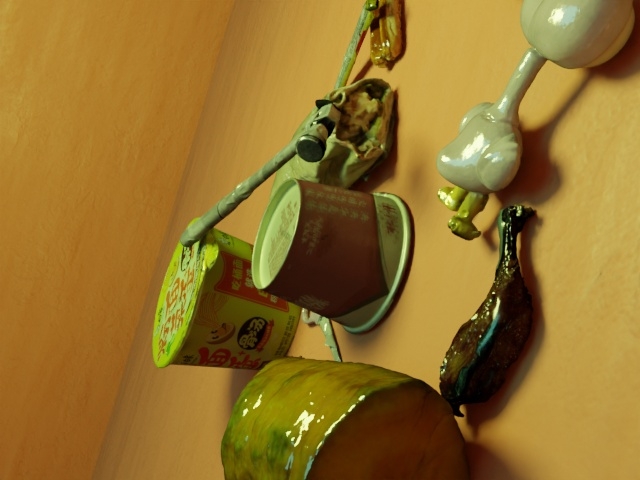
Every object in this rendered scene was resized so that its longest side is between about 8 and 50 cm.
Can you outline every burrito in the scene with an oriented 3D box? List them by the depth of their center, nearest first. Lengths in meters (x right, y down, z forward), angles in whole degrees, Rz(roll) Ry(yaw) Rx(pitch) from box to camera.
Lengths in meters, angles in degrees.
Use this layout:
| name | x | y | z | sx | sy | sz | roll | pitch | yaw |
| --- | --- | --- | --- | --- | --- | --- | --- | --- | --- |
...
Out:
| name | x | y | z | sx | sy | sz | roll | pitch | yaw |
| --- | --- | --- | --- | --- | --- | --- | --- | --- | --- |
| burrito | -0.001 | -0.140 | 1.258 | 0.332 | 0.135 | 0.190 | -46 | 33 | 48 |

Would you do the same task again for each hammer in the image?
| name | x | y | z | sx | sy | sz | roll | pitch | yaw |
| --- | --- | --- | --- | --- | --- | --- | --- | --- | --- |
| hammer | -0.117 | -0.089 | 1.135 | 0.427 | 0.044 | 0.152 | -35 | 22 | 37 |

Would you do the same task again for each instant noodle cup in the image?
| name | x | y | z | sx | sy | sz | roll | pitch | yaw |
| --- | --- | --- | --- | --- | --- | --- | --- | --- | --- |
| instant noodle cup | 0.007 | 0.014 | 1.081 | 0.235 | 0.178 | 0.235 | -50 | 31 | 45 |
| instant noodle cup | -0.182 | 0.125 | 1.381 | 0.311 | 0.221 | 0.312 | -45 | 36 | 48 |

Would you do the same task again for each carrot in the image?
| name | x | y | z | sx | sy | sz | roll | pitch | yaw |
| --- | --- | --- | --- | --- | --- | --- | --- | --- | --- |
| carrot | 0.015 | 0.261 | 0.816 | 0.340 | 0.241 | 0.242 | -14 | 62 | 61 |

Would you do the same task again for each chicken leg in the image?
| name | x | y | z | sx | sy | sz | roll | pitch | yaw |
| --- | --- | --- | --- | --- | --- | --- | --- | --- | --- |
| chicken leg | 0.195 | 0.080 | 0.777 | 0.254 | 0.051 | 0.106 | -70 | 18 | 1 |

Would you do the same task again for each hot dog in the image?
| name | x | y | z | sx | sy | sz | roll | pitch | yaw |
| --- | --- | --- | --- | --- | --- | --- | --- | --- | --- |
| hot dog | 0.120 | -0.392 | 1.272 | 0.071 | 0.045 | 0.165 | -45 | 35 | 51 |

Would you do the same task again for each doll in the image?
| name | x | y | z | sx | sy | sz | roll | pitch | yaw |
| --- | --- | --- | --- | --- | --- | --- | --- | --- | --- |
| doll | 0.236 | -0.175 | 0.799 | 0.365 | 0.094 | 0.160 | -59 | 17 | 27 |

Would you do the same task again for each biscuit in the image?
| name | x | y | z | sx | sy | sz | roll | pitch | yaw |
| --- | --- | --- | --- | --- | --- | --- | --- | --- | --- |
| biscuit | 0.057 | -0.351 | 1.342 | 0.292 | 0.026 | 0.048 | 115 | 167 | -53 |

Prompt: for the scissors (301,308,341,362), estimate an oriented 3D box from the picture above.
| name | x | y | z | sx | sy | sz | roll | pitch | yaw |
| --- | --- | --- | --- | --- | --- | --- | --- | --- | --- |
| scissors | 0.004 | 0.142 | 1.201 | 0.212 | 0.021 | 0.110 | -110 | 40 | -56 |
